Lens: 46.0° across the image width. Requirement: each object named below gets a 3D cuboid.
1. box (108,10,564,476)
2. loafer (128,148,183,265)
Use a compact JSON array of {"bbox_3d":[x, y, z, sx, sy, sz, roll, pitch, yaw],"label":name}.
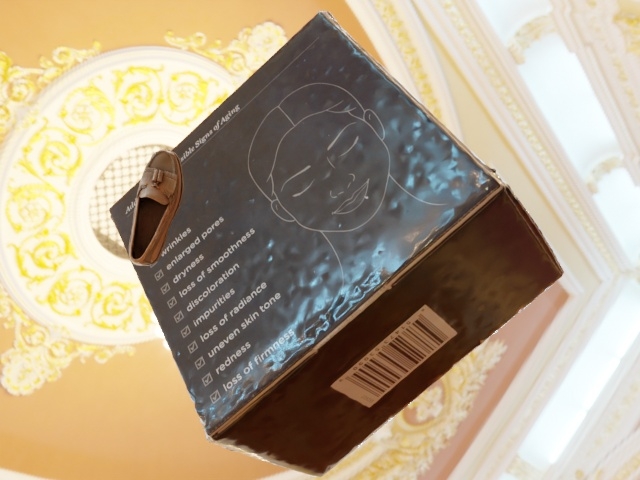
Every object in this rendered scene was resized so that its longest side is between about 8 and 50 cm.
[{"bbox_3d":[0.000,0.000,1.128,0.480,0.471,0.297,-41,-39,7],"label":"box"},{"bbox_3d":[-0.172,-0.034,0.782,0.045,0.039,0.125,13,-89,2],"label":"loafer"}]
